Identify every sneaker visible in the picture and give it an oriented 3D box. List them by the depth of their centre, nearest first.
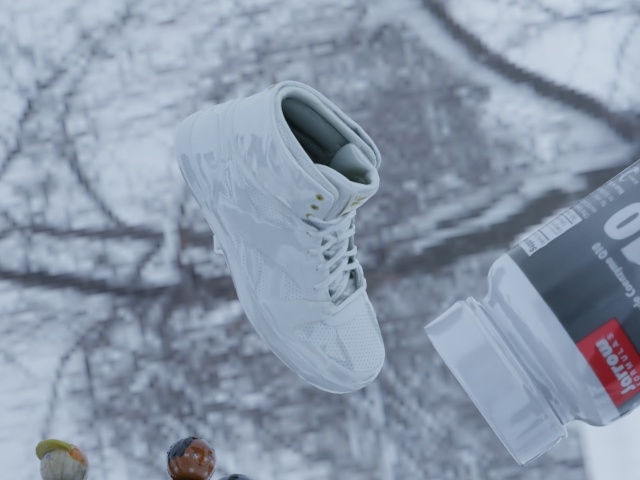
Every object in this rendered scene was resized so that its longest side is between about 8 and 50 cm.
[{"bbox_3d":[0.000,0.000,1.685,0.108,0.169,0.292,-40,-76,-38],"label":"sneaker"}]

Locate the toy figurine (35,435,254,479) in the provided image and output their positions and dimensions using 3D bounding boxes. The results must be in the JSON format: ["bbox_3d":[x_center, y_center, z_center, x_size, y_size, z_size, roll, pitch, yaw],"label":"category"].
[{"bbox_3d":[-0.169,0.275,1.877,0.209,0.213,0.148,59,-148,-56],"label":"toy figurine"}]

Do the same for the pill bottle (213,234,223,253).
[{"bbox_3d":[-0.086,-0.055,2.148,0.078,0.078,0.137,59,-149,-81],"label":"pill bottle"}]

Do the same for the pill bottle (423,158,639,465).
[{"bbox_3d":[0.235,0.045,1.522,0.161,0.283,0.161,55,-179,-2],"label":"pill bottle"}]
